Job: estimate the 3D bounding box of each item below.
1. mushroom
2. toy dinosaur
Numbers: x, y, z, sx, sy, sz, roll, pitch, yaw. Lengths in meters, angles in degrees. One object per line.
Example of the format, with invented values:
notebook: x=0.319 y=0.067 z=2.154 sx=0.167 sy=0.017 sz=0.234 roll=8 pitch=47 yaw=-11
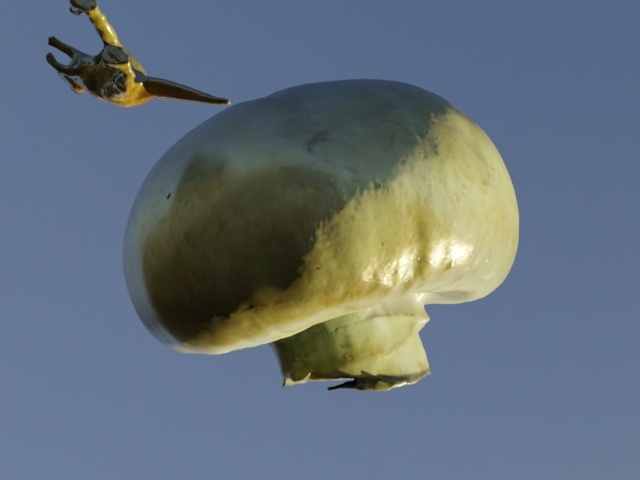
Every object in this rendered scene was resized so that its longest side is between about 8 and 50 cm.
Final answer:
mushroom: x=0.000 y=0.000 z=1.484 sx=0.352 sy=0.352 sz=0.260 roll=-8 pitch=-89 yaw=40
toy dinosaur: x=-0.132 y=-0.108 z=1.235 sx=0.162 sy=0.039 sz=0.126 roll=33 pitch=-20 yaw=11
